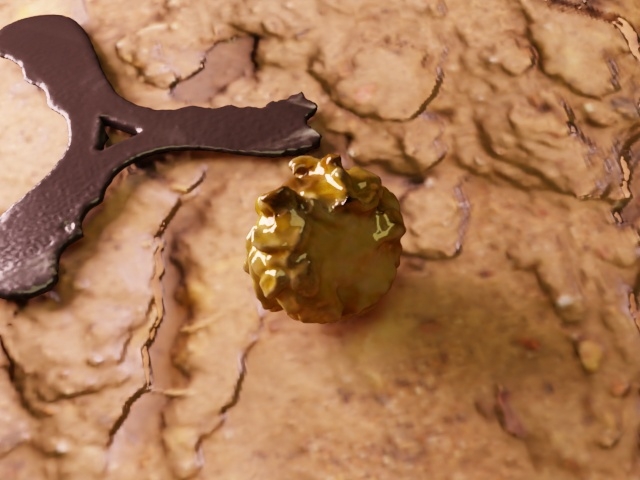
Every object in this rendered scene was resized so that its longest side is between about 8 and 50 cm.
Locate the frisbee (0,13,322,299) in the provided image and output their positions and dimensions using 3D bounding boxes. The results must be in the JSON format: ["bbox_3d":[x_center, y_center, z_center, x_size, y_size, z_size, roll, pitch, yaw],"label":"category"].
[{"bbox_3d":[-0.092,-0.050,0.965,0.187,0.012,0.211,-1,48,5],"label":"frisbee"}]

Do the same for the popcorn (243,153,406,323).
[{"bbox_3d":[0.000,0.000,0.865,0.057,0.083,0.082,16,70,54],"label":"popcorn"}]
